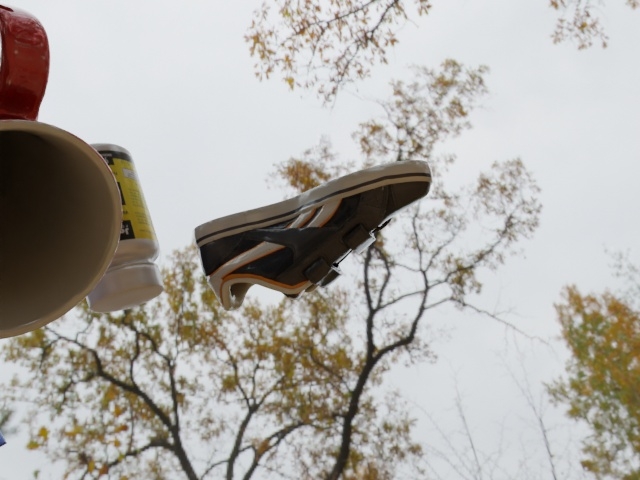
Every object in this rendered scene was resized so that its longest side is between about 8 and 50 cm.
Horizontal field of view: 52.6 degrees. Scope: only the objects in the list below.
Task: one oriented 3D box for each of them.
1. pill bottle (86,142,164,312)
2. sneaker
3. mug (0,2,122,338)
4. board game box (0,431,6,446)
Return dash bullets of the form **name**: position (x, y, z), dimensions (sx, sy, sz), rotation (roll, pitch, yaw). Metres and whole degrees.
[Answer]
- **pill bottle**: position (-0.288, -0.016, 0.880), dimensions (0.119, 0.208, 0.119), rotation (-20, -15, -5)
- **sneaker**: position (0.000, 0.000, 0.830), dimensions (0.321, 0.127, 0.126), rotation (-18, -11, 14)
- **mug**: position (-0.193, -0.047, 0.364), dimensions (0.150, 0.169, 0.113), rotation (-55, -40, -9)
- **board game box**: position (-0.475, 0.099, 0.605), dimensions (0.078, 0.233, 0.347), rotation (-29, -90, 10)
